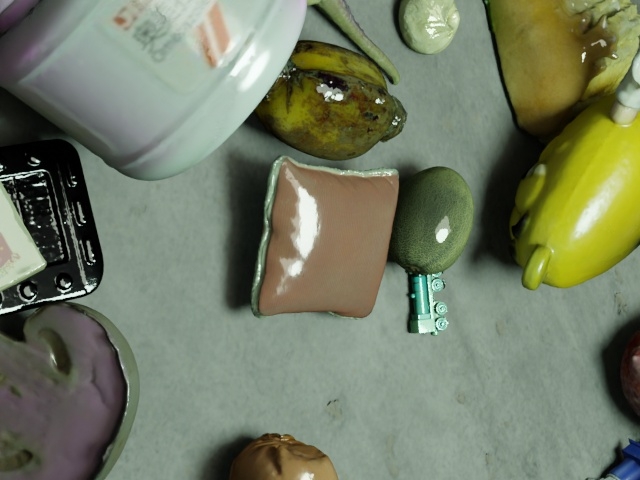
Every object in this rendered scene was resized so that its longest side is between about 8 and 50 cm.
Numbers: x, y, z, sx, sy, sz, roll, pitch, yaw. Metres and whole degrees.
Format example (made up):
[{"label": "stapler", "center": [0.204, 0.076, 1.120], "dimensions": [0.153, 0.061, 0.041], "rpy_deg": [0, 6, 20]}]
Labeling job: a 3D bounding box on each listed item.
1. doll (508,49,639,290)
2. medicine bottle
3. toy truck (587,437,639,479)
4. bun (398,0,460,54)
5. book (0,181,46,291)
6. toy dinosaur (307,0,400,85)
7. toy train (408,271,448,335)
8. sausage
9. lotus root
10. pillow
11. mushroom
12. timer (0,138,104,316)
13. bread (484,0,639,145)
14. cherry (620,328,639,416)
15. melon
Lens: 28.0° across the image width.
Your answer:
[{"label": "doll", "center": [0.386, -0.117, 1.602], "dimensions": [0.423, 0.161, 0.348], "rpy_deg": [-17, 134, -60]}, {"label": "medicine bottle", "center": [-0.189, -0.221, 1.066], "dimensions": [0.302, 0.241, 0.241], "rpy_deg": [38, 65, -25]}, {"label": "toy truck", "center": [0.465, 0.381, 1.736], "dimensions": [0.177, 0.161, 0.213], "rpy_deg": [-30, 111, -18]}, {"label": "bun", "center": [0.131, -0.257, 1.483], "dimensions": [0.086, 0.054, 0.086], "rpy_deg": [-1, 91, -42]}, {"label": "book", "center": [-0.343, -0.043, 1.025], "dimensions": [0.162, 0.022, 0.232], "rpy_deg": [-31, 98, -27]}, {"label": "toy dinosaur", "center": [0.013, -0.278, 1.370], "dimensions": [0.199, 0.072, 0.251], "rpy_deg": [-24, 96, -50]}, {"label": "toy train", "center": [0.123, 0.066, 1.494], "dimensions": [0.045, 0.029, 0.092], "rpy_deg": [-5, 89, -26]}, {"label": "sausage", "center": [-0.031, 0.347, 1.288], "dimensions": [0.121, 0.121, 0.304], "rpy_deg": [-6, 94, -42]}, {"label": "lotus root", "center": [0.007, -0.143, 1.331], "dimensions": [0.209, 0.120, 0.120], "rpy_deg": [14, 81, -40]}, {"label": "pillow", "center": [0.000, 0.000, 1.343], "dimensions": [0.179, 0.075, 0.171], "rpy_deg": [4, 99, -45]}, {"label": "mushroom", "center": [-0.226, 0.149, 1.118], "dimensions": [0.188, 0.141, 0.117], "rpy_deg": [-67, 162, -4]}, {"label": "timer", "center": [-0.285, -0.005, 1.104], "dimensions": [0.187, 0.055, 0.144], "rpy_deg": [-13, 89, -37]}, {"label": "bread", "center": [0.322, -0.248, 1.604], "dimensions": [0.174, 0.133, 0.252], "rpy_deg": [-29, 109, -38]}, {"label": "cherry", "center": [0.497, 0.182, 1.736], "dimensions": [0.249, 0.175, 0.192], "rpy_deg": [16, 69, -40]}, {"label": "melon", "center": [0.125, -0.023, 1.448], "dimensions": [0.098, 0.098, 0.131], "rpy_deg": [41, 64, -34]}]
